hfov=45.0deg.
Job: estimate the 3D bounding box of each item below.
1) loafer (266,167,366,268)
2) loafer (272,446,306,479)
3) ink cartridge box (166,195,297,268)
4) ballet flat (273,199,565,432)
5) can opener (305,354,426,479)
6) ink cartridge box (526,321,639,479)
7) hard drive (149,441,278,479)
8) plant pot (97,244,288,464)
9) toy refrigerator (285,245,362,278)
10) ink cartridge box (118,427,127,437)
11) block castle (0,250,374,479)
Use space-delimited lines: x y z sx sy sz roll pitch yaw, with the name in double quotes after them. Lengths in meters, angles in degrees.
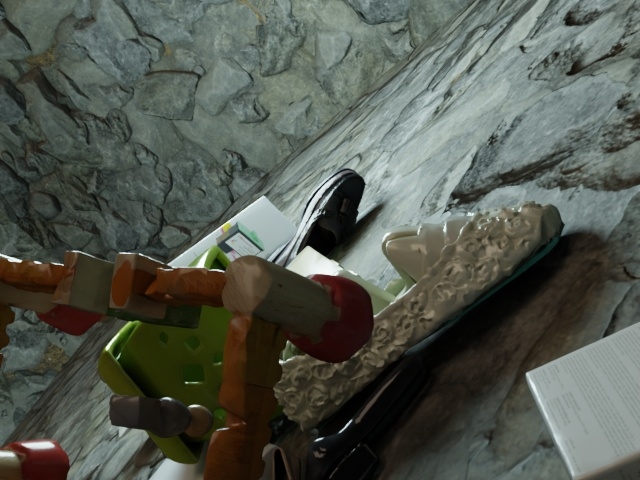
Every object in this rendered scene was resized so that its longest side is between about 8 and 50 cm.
0.000 0.000 1.463 0.302 0.109 0.095 -53 34 -6 "loafer"
-0.041 0.279 0.865 0.045 0.039 0.125 -42 14 12 "loafer"
-0.192 0.063 1.542 0.278 0.117 0.201 -39 -10 -31 "ink cartridge box"
0.082 0.069 0.887 0.409 0.147 0.147 -42 14 18 "ballet flat"
0.052 0.199 0.821 0.186 0.073 0.059 -48 -25 -22 "can opener"
0.249 0.108 0.549 0.179 0.045 0.145 -24 18 10 "ink cartridge box"
-0.173 0.351 1.043 0.210 0.040 0.319 -51 15 -22 "hard drive"
-0.170 0.165 1.094 0.207 0.228 0.227 -37 8 2 "plant pot"
0.016 0.085 1.125 0.094 0.102 0.269 -46 13 -3 "toy refrigerator"
-0.294 0.305 1.476 0.198 0.067 0.115 -46 13 -7 "ink cartridge box"
-0.179 0.170 0.796 0.453 0.213 0.302 0 74 33 "block castle"
